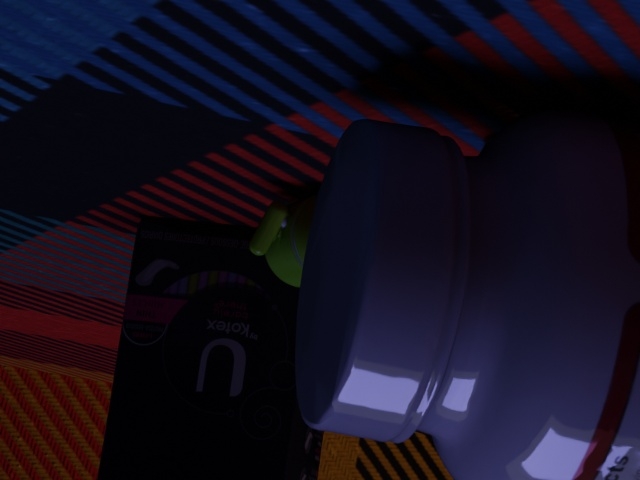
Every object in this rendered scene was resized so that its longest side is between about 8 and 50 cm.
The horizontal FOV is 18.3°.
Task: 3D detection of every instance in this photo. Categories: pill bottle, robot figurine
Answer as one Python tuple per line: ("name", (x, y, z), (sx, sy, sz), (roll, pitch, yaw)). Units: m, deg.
("pill bottle", (0.202, 0.052, 1.122), (0.407, 0.229, 0.229), (10, 170, -12))
("robot figurine", (0.000, 0.000, 1.471), (0.101, 0.067, 0.115), (24, 165, -20))

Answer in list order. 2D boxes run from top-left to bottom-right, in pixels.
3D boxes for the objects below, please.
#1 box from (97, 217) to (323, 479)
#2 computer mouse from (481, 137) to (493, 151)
("box", (-0.084, 0.131, 1.708), (0.165, 0.270, 0.143), (5, 171, 11))
("computer mouse", (0.143, -0.026, 1.275), (0.106, 0.042, 0.193), (6, 171, 17))
